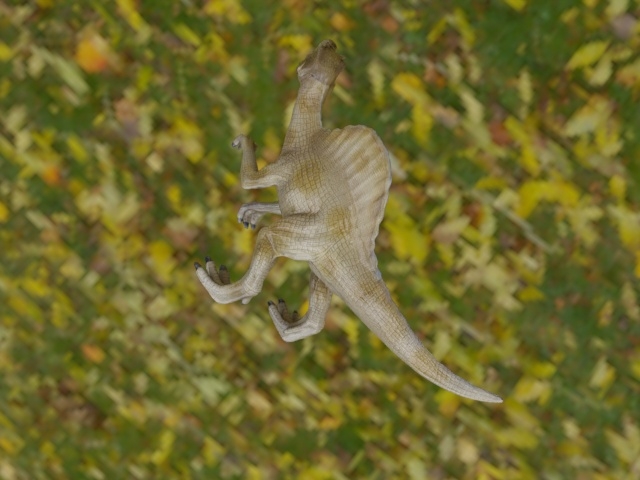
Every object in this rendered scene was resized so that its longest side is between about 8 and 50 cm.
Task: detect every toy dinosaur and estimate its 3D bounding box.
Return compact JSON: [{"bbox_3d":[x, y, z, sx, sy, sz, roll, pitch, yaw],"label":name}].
[{"bbox_3d":[0.000,0.000,0.685,0.092,0.053,0.183,-39,56,32],"label":"toy dinosaur"}]
